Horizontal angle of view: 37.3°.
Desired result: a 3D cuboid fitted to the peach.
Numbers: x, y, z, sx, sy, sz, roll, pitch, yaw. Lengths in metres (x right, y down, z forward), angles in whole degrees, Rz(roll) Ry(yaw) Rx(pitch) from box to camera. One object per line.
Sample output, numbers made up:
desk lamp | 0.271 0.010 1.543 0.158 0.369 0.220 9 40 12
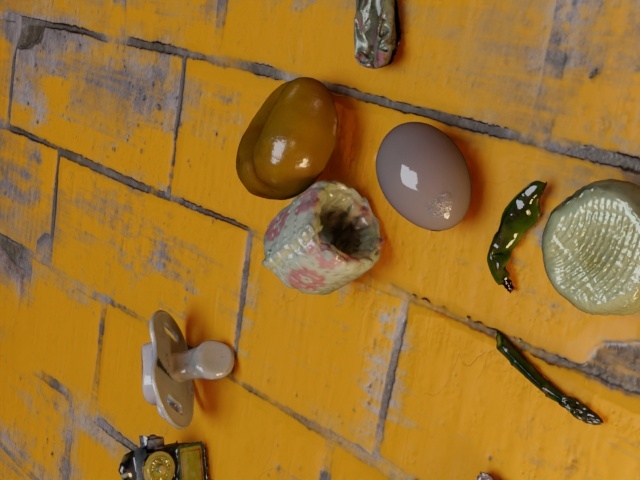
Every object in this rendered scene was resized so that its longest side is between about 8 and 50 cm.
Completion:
peach | -0.060 -0.193 1.786 0.251 0.153 0.251 -46 34 43

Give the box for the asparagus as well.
asparagus | 0.349 0.220 1.488 0.236 0.027 0.034 42 132 38

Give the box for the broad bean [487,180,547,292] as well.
broad bean | 0.307 -0.014 1.507 0.061 0.046 0.195 27 117 31

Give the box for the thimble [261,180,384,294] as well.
thimble | 0.000 0.000 1.722 0.149 0.211 0.185 -36 79 40

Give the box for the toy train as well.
toy train | -0.352 0.567 2.160 0.134 0.178 0.260 -12 82 47

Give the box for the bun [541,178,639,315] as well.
bun | 0.414 0.007 1.341 0.195 0.118 0.195 14 108 46

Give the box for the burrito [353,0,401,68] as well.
burrito | 0.098 -0.459 1.695 0.096 0.066 0.309 -8 84 50

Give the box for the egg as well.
egg | 0.172 -0.106 1.575 0.146 0.146 0.198 -40 69 41

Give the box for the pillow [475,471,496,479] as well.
pillow | 0.261 0.509 1.585 0.135 0.049 0.248 46 123 34

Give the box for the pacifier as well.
pacifier | -0.287 0.279 2.109 0.207 0.227 0.278 -19 54 14
